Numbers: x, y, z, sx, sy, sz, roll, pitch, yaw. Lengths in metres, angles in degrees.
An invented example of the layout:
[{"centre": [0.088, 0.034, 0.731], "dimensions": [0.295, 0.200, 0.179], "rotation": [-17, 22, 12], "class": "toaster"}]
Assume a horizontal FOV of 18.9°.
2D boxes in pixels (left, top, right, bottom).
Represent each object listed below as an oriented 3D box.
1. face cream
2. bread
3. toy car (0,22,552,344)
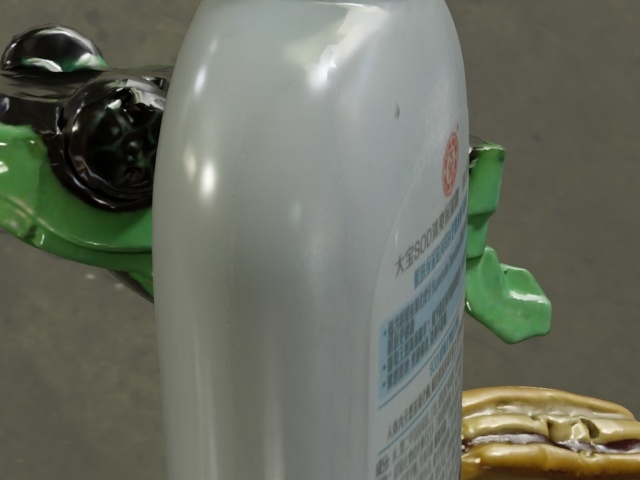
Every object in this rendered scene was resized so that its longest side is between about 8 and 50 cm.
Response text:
[{"centre": [0.000, 0.000, 0.579], "dimensions": [0.080, 0.163, 0.336], "rotation": [6, 115, 16], "class": "face cream"}, {"centre": [0.146, 0.149, 1.341], "dimensions": [0.116, 0.200, 0.077], "rotation": [-40, 52, 47], "class": "bread"}, {"centre": [-0.043, -0.031, 1.157], "dimensions": [0.213, 0.359, 0.176], "rotation": [-148, 58, -63], "class": "toy car"}]
